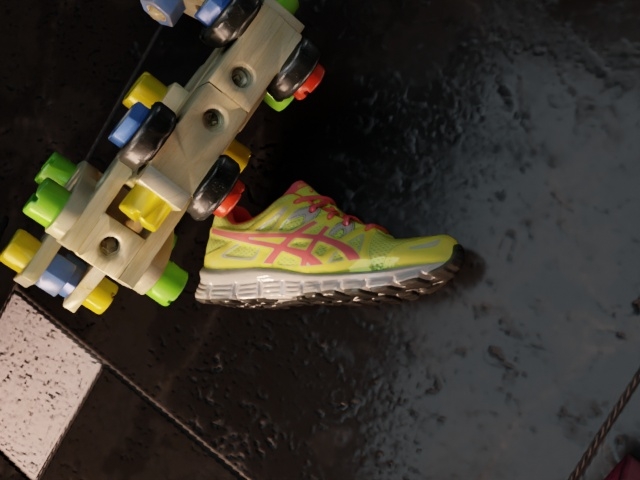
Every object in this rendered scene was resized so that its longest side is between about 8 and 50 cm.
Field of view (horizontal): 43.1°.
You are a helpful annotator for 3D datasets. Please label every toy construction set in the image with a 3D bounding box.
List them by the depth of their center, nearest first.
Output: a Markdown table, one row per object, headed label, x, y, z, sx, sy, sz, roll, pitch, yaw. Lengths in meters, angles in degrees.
| label | x | y | z | sx | sy | sz | roll | pitch | yaw |
| --- | --- | --- | --- | --- | --- | --- | --- | --- | --- |
| toy construction set | -0.114 | -0.092 | 0.611 | 0.215 | 0.151 | 0.327 | 2 | 71 | 66 |

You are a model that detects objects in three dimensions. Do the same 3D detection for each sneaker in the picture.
| label | x | y | z | sx | sy | sz | roll | pitch | yaw |
| --- | --- | --- | --- | --- | --- | --- | --- | --- | --- |
| sneaker | 0.000 | 0.000 | 0.587 | 0.208 | 0.081 | 0.094 | -3 | 79 | 23 |

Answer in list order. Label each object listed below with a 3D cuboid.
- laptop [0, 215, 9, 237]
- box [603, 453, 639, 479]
| label | x | y | z | sx | sy | sz | roll | pitch | yaw |
| --- | --- | --- | --- | --- | --- | --- | --- | --- | --- |
| laptop | -0.374 | 0.097 | 0.629 | 0.264 | 0.136 | 0.234 | 7 | 60 | 13 |
| box | 0.212 | 0.237 | 0.389 | 0.243 | 0.213 | 0.117 | 40 | 98 | 23 |
